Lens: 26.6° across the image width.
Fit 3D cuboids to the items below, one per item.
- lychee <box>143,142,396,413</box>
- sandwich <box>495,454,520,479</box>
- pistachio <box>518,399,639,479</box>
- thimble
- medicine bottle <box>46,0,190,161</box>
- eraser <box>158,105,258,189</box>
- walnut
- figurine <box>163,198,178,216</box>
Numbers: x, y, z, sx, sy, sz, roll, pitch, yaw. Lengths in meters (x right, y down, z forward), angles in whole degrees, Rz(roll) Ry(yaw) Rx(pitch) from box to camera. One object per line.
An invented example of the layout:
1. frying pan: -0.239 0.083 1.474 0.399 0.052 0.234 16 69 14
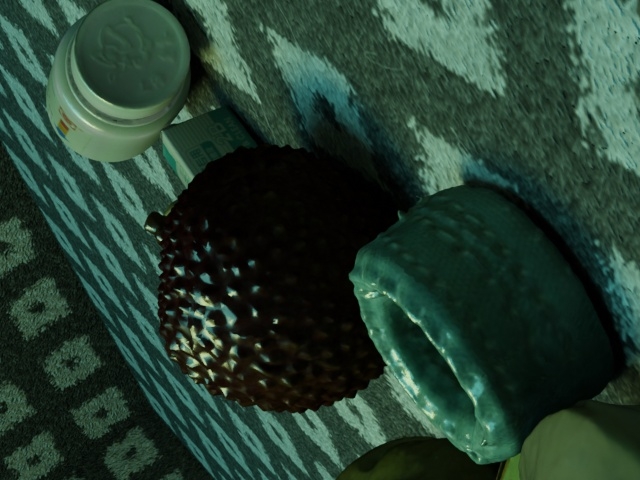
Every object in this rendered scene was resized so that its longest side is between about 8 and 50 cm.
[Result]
1. lychee: -0.046 0.038 1.408 0.304 0.276 0.276 24 156 13
2. sandwich: 0.199 0.272 1.334 0.144 0.187 0.117 55 165 -23
3. pistachio: 0.246 0.223 1.045 0.226 0.208 0.332 51 171 6
4. thimble: 0.133 0.069 1.174 0.235 0.143 0.198 57 164 0
5. medicine bottle: -0.252 -0.199 1.690 0.170 0.170 0.293 56 166 -4
6. eraser: -0.099 -0.060 1.621 0.225 0.095 0.052 53 156 29
7. walnut: 0.121 0.374 1.609 0.253 0.277 0.282 50 157 -17
8. figurine: -0.142 0.012 1.947 0.196 0.108 0.114 47 -173 2
